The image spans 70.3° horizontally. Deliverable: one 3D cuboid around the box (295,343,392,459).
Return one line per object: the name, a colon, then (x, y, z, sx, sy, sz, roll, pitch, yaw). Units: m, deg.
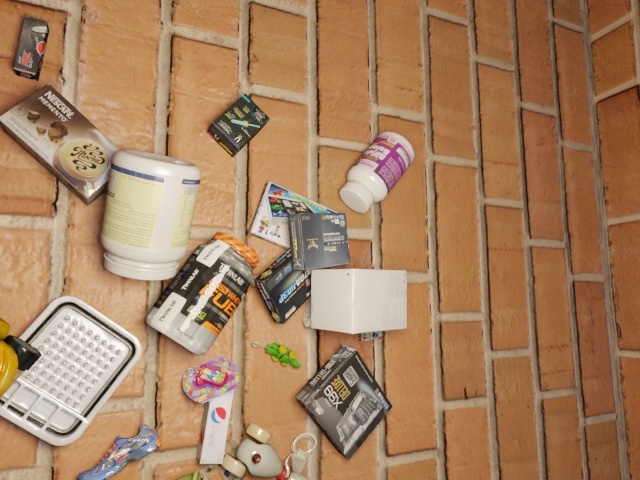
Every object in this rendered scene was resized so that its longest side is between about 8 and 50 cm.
box: (0.087, 0.545, 1.540, 0.242, 0.077, 0.307, -42, 117, -24)

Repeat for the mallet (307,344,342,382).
mallet: (0.020, 0.444, 1.593, 0.039, 0.062, 0.189, 49, 52, -13)

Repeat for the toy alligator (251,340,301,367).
toy alligator: (-0.142, 0.366, 1.518, 0.190, 0.056, 0.051, 33, 29, -16)

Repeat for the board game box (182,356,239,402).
board game box: (-0.333, 0.413, 1.384, 0.169, 0.133, 0.033, -16, 134, -25)

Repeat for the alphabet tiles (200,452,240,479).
alphabet tiles: (-0.350, 0.804, 1.386, 0.237, 0.009, 0.198, -29, 96, -25)

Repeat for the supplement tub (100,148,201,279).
supplement tub: (-0.479, -0.074, 1.278, 0.236, 0.235, 0.324, 9, 102, -23)

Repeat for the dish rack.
dish rack: (-0.699, 0.350, 1.251, 0.286, 0.072, 0.332, 40, 69, -14)

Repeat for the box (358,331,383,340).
box: (0.185, 0.300, 1.687, 0.094, 0.027, 0.136, 1, 83, -23)

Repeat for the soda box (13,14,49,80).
soda box: (-0.836, -0.556, 1.318, 0.060, 0.053, 0.168, 10, 80, -23)

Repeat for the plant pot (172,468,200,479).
plant pot: (-0.460, 0.771, 1.212, 0.254, 0.276, 0.275, 1, 83, -10)

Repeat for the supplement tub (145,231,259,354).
supplement tub: (-0.342, 0.153, 1.366, 0.207, 0.207, 0.338, 37, 70, -16)

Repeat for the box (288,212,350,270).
box: (0.000, 0.000, 1.526, 0.233, 0.059, 0.183, -4, 89, -45)

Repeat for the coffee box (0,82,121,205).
coffee box: (-0.717, -0.268, 1.296, 0.297, 0.119, 0.168, 46, 66, -13)

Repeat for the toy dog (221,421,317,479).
toy dog: (-0.136, 0.706, 1.407, 0.334, 0.161, 0.220, 22, 75, -22)

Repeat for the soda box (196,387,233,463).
soda box: (-0.323, 0.561, 1.393, 0.069, 0.074, 0.216, 13, 78, -23)

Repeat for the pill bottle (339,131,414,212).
pill bottle: (0.205, -0.250, 1.691, 0.169, 0.169, 0.301, 44, 68, -14)

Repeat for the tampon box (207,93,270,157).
tampon box: (-0.275, -0.384, 1.525, 0.120, 0.101, 0.161, 45, 69, -12)

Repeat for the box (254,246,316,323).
box: (-0.102, 0.139, 1.504, 0.220, 0.051, 0.175, -43, 123, -39)

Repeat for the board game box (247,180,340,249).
board game box: (-0.081, -0.058, 1.598, 0.305, 0.053, 0.192, 24, 75, -20)

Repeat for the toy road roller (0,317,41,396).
toy road roller: (-0.858, 0.254, 1.051, 0.330, 0.240, 0.202, 32, 69, 9)

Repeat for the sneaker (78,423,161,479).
sneaker: (-0.569, 0.601, 1.283, 0.221, 0.083, 0.087, -24, 80, -31)

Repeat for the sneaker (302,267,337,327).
sneaker: (0.023, 0.211, 1.596, 0.095, 0.090, 0.235, 42, 70, -25)

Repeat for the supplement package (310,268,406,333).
supplement package: (0.129, 0.194, 1.510, 0.263, 0.198, 0.199, 5, 84, -42)
